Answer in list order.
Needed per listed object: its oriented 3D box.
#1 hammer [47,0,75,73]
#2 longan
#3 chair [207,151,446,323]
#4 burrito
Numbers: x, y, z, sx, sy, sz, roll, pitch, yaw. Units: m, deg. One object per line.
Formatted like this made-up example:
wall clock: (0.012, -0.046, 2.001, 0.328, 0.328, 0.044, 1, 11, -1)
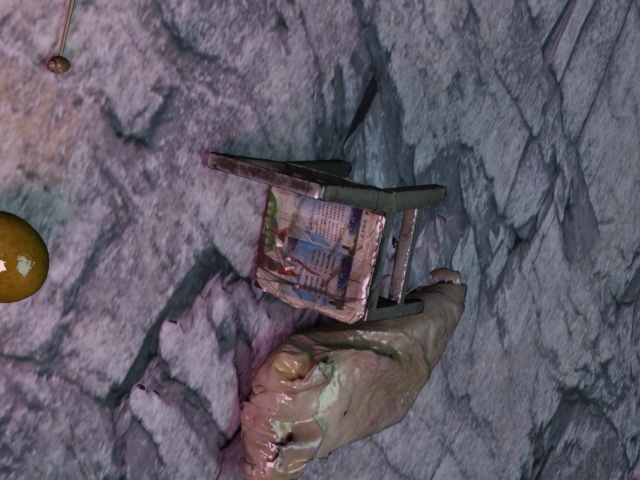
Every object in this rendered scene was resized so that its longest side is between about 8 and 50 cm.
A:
hammer: (-0.196, -0.192, 1.376, 0.029, 0.014, 0.123, -6, 110, -69)
longan: (-0.246, 0.009, 1.354, 0.075, 0.075, 0.083, 64, 9, -52)
chair: (0.000, 0.000, 1.702, 0.270, 0.136, 0.147, -5, 109, -61)
burrito: (0.030, 0.151, 1.886, 0.347, 0.107, 0.175, -26, 144, -50)
